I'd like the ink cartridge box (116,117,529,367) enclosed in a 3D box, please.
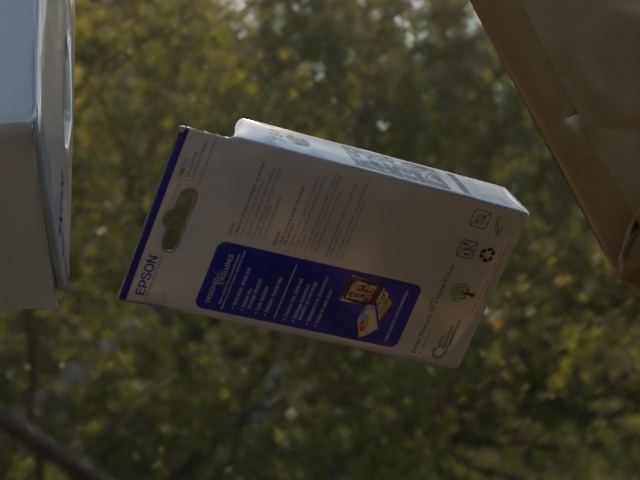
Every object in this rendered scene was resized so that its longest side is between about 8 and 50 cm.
[{"bbox_3d":[0.000,0.000,1.289,0.333,0.165,0.065,14,22,-26],"label":"ink cartridge box"}]

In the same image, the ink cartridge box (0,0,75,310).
[{"bbox_3d":[-0.273,-0.085,0.695,0.129,0.308,0.223,94,-8,-51],"label":"ink cartridge box"}]

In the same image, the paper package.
[{"bbox_3d":[0.286,-0.056,1.062,0.325,0.168,0.309,38,23,-46],"label":"paper package"}]
